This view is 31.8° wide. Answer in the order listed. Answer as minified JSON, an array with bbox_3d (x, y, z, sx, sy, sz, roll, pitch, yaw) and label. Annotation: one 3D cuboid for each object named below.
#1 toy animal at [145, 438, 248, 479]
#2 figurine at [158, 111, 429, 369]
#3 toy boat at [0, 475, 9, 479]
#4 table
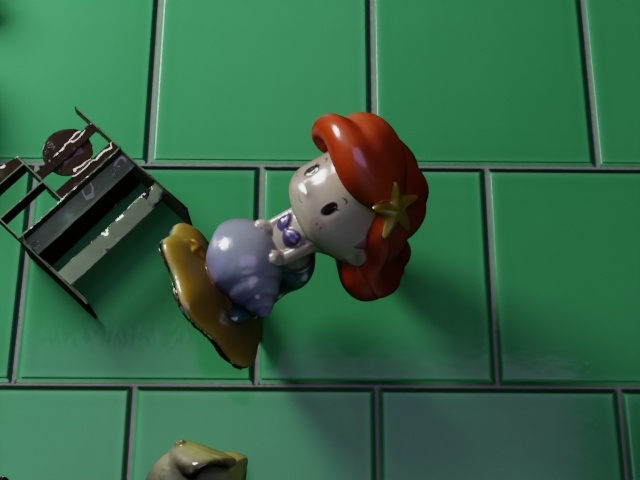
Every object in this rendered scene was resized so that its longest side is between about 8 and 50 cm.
[{"bbox_3d":[-0.069,0.293,1.047,0.168,0.121,0.233,-14,79,11],"label":"toy animal"},{"bbox_3d":[-0.004,-0.008,1.110,0.257,0.208,0.181,-30,27,16],"label":"figurine"},{"bbox_3d":[-0.388,0.263,1.042,0.295,0.129,0.088,-2,69,-1],"label":"toy boat"},{"bbox_3d":[-0.251,-0.032,1.194,0.175,0.062,0.146,41,74,13],"label":"table"}]
